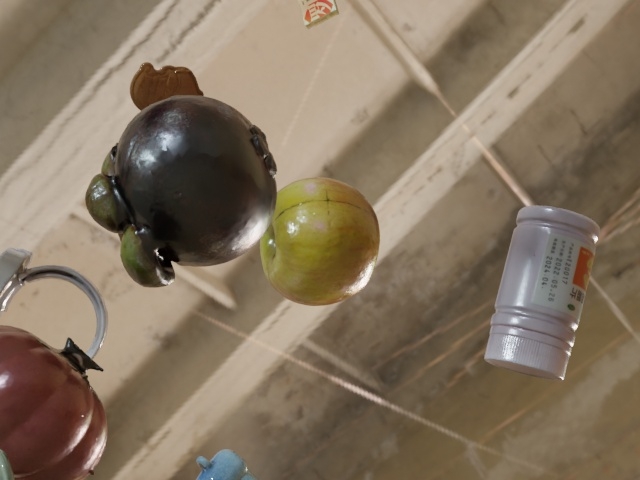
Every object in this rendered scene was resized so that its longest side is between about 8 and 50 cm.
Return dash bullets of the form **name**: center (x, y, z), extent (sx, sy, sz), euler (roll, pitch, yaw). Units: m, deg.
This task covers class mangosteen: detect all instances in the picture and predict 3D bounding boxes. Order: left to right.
- **mangosteen**: center (-0.145, -0.060, 1.053), extent (0.210, 0.210, 0.210), euler (-20, -39, -16)

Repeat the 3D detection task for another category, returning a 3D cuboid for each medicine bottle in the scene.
- **medicine bottle**: center (0.342, 0.081, 1.497), extent (0.133, 0.133, 0.249), euler (31, -108, -50)

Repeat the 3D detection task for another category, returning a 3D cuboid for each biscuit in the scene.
- **biscuit**: center (-0.273, -0.264, 1.718), extent (0.130, 0.019, 0.102), euler (11, -75, -21)

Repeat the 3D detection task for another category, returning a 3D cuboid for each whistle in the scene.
- **whistle**: center (-0.084, 0.401, 1.392), extent (0.269, 0.180, 0.093), euler (46, -122, -17)

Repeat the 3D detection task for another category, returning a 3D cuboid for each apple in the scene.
- **apple**: center (0.000, 0.000, 2.039), extent (0.233, 0.286, 0.286), euler (2, -47, -17)

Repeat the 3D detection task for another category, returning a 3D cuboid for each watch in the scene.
- **watch**: center (-0.494, 0.153, 1.669), extent (0.231, 0.196, 0.244), euler (30, -98, -10)

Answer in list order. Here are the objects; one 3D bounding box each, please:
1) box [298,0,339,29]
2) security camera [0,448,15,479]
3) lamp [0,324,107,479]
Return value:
- **box**: center (-0.007, -0.391, 1.565), extent (0.058, 0.093, 0.015), euler (-22, -30, 16)
- **security camera**: center (-0.259, 0.179, 0.655), extent (0.092, 0.058, 0.058), euler (-8, -43, -35)
- **lamp**: center (-0.278, 0.155, 0.928), extent (0.140, 0.182, 0.182), euler (-46, -34, -17)
